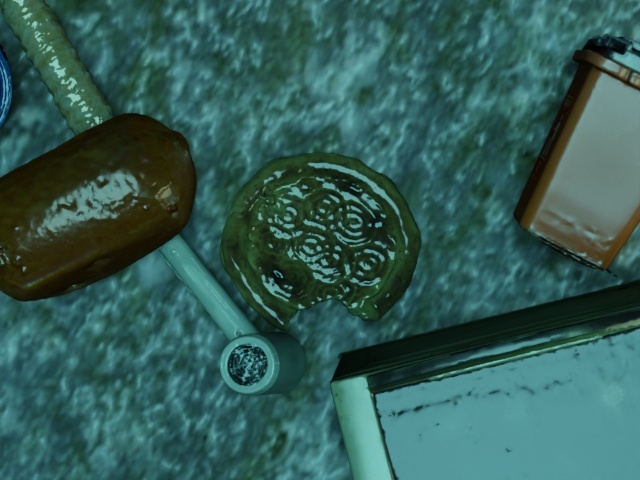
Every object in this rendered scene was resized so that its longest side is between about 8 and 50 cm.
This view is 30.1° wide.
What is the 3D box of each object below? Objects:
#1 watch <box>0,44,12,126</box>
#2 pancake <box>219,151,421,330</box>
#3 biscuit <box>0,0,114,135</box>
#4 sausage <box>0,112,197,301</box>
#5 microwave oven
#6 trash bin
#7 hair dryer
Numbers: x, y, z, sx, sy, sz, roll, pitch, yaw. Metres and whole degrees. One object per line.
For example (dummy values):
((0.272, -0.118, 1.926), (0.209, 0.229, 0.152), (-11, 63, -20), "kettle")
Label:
((-0.437, -0.197, 1.346), (0.196, 0.171, 0.200), (-35, 106, 1), "watch")
((0.000, 0.000, 1.377), (0.235, 0.029, 0.212), (-11, 80, -9), "pancake")
((-0.309, -0.210, 1.384), (0.055, 0.061, 0.219), (-31, 93, -42), "biscuit")
((-0.262, -0.036, 1.339), (0.268, 0.153, 0.141), (-28, 77, 0), "sausage")
((0.231, 0.202, 1.245), (0.394, 0.333, 0.247), (-14, 88, 3), "microwave oven")
((0.332, -0.091, 1.325), (0.184, 0.161, 0.239), (26, 101, 1), "trash bin")
((-0.114, 0.075, 1.365), (0.073, 0.131, 0.236), (-38, 77, 7), "hair dryer")
